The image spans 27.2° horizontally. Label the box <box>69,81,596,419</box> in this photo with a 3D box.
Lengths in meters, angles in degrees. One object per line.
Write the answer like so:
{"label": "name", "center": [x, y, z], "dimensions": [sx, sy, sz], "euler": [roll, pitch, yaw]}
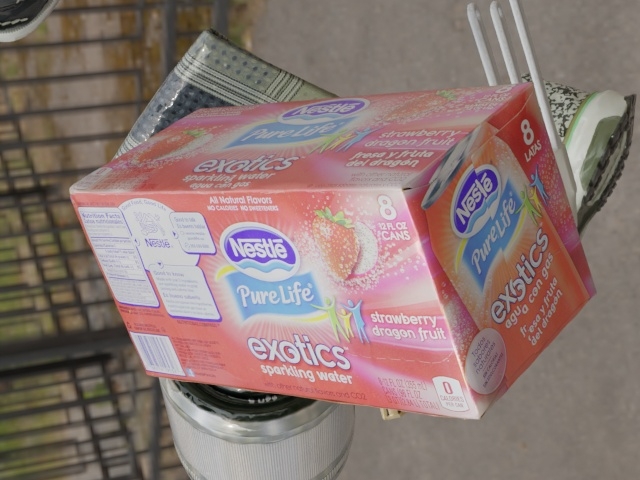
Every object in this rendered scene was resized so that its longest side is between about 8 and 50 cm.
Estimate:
{"label": "box", "center": [0.000, 0.000, 0.847], "dimensions": [0.299, 0.142, 0.154], "euler": [0, 120, 44]}

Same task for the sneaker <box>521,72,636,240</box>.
{"label": "sneaker", "center": [0.223, -0.024, 1.612], "dimensions": [0.182, 0.158, 0.410], "euler": [30, 90, 24]}

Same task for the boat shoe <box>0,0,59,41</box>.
{"label": "boat shoe", "center": [-0.195, -0.298, 1.041], "dimensions": [0.091, 0.114, 0.303], "euler": [146, 147, -78]}

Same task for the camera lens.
{"label": "camera lens", "center": [-0.068, 0.176, 1.521], "dimensions": [0.274, 0.219, 0.219], "euler": [88, 163, -54]}

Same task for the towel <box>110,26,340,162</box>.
{"label": "towel", "center": [-0.113, -0.139, 1.980], "dimensions": [0.312, 0.324, 0.056], "euler": [-50, 27, 29]}

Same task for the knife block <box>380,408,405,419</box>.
{"label": "knife block", "center": [0.113, 0.155, 2.098], "dimensions": [0.242, 0.275, 0.088], "euler": [11, 126, 46]}

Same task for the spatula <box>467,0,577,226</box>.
{"label": "spatula", "center": [0.177, -0.099, 1.130], "dimensions": [0.019, 0.168, 0.242], "euler": [-12, 106, 28]}
